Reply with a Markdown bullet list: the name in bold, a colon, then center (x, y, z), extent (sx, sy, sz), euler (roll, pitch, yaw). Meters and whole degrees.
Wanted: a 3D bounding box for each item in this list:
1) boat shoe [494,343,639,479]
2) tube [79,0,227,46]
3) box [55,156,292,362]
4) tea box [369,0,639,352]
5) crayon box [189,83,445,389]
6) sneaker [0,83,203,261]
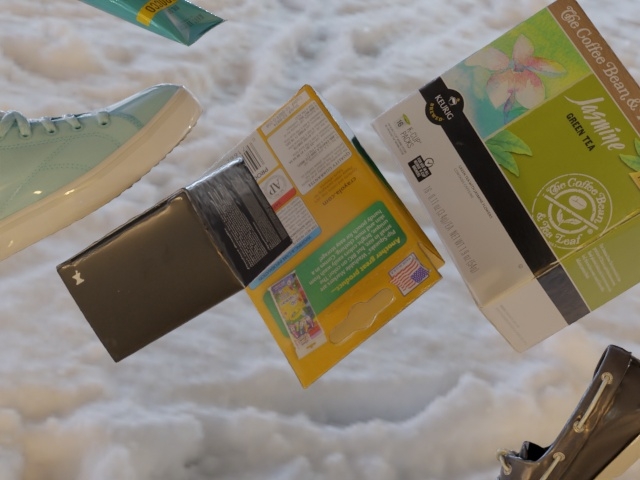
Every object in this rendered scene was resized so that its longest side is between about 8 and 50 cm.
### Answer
- **boat shoe**: center (0.148, 0.153, 0.859), extent (0.065, 0.206, 0.075), euler (44, 14, 0)
- **tube**: center (-0.204, -0.255, 1.339), extent (0.207, 0.052, 0.080), euler (26, 42, 14)
- **box**: center (-0.135, 0.013, 1.239), extent (0.108, 0.153, 0.207), euler (59, 17, -5)
- **tea box**: center (0.300, -0.086, 1.716), extent (0.329, 0.323, 0.220), euler (61, 8, 29)
- **crayon box**: center (0.000, 0.000, 1.496), extent (0.083, 0.203, 0.323), euler (35, 19, -55)
- **sneaker**: center (-0.288, -0.078, 1.201), extent (0.366, 0.150, 0.135), euler (-32, 17, -15)
